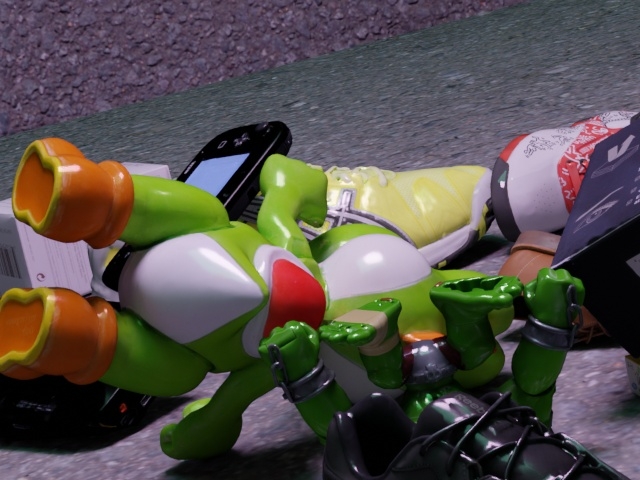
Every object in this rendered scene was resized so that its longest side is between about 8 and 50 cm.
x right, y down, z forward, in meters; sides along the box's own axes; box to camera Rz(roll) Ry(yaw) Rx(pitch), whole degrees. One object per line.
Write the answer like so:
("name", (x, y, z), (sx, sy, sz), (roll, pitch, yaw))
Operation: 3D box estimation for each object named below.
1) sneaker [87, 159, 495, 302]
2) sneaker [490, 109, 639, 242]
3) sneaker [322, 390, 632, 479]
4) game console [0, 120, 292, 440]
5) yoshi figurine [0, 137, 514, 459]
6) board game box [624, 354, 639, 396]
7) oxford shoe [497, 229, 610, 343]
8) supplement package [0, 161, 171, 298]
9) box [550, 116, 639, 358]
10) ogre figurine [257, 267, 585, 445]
("sneaker", (-0.024, -0.021, 1.729), (0.384, 0.147, 0.145), (-14, 11, -9))
("sneaker", (0.272, -0.072, 1.781), (0.145, 0.090, 0.270), (-7, 11, 34))
("sneaker", (0.099, 0.139, 0.931), (0.286, 0.130, 0.109), (1, 16, 43))
("game console", (-0.155, 0.025, 1.581), (0.213, 0.044, 0.361), (3, 44, 40))
("yoshi figurine", (-0.047, 0.040, 1.340), (0.362, 0.203, 0.203), (11, 42, -26))
("board game box", (0.289, 0.078, 1.244), (0.154, 0.026, 0.103), (-15, 13, -11))
("oxford shoe", (0.212, 0.048, 1.408), (0.212, 0.076, 0.076), (7, 53, 49))
("supplement package", (-0.245, -0.007, 1.987), (0.179, 0.105, 0.105), (-20, 13, -30))
("box", (0.251, -0.029, 1.261), (0.156, 0.093, 0.158), (-34, 18, 37))
("ogre figurine", (0.073, 0.090, 1.202), (0.197, 0.118, 0.097), (-19, 18, -18))
